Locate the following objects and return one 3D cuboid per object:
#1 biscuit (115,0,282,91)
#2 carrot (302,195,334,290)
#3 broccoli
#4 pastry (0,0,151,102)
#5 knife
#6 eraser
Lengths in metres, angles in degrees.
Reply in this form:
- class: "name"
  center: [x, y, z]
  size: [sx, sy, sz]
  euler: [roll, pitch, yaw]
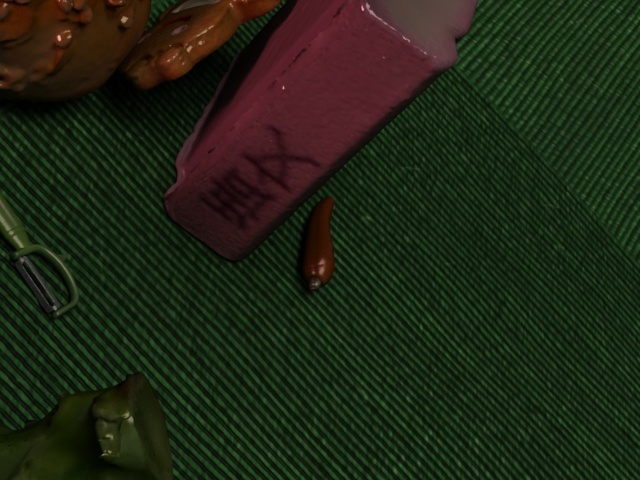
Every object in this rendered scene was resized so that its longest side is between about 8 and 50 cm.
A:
- class: "biscuit"
  center: [-0.124, -0.230, 1.549]
  size: [0.249, 0.184, 0.035]
  euler: [-45, 116, -32]
- class: "carrot"
  center: [0.000, 0.000, 1.591]
  size: [0.035, 0.035, 0.142]
  euler: [28, 43, -23]
- class: "broccoli"
  center: [-0.243, 0.200, 1.070]
  size: [0.297, 0.297, 0.297]
  euler: [-18, 90, -81]
- class: "pastry"
  center: [-0.282, -0.297, 1.445]
  size: [0.284, 0.184, 0.316]
  euler: [4, 59, -39]
- class: "knife"
  center: [-0.285, -0.024, 1.378]
  size: [0.212, 0.015, 0.054]
  euler: [54, 42, 4]
- class: "eraser"
  center: [0.009, -0.176, 1.479]
  size: [0.122, 0.359, 0.272]
  euler: [36, 43, -14]
